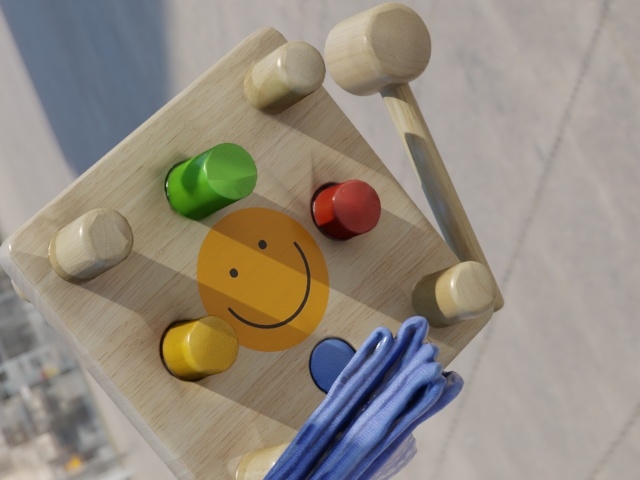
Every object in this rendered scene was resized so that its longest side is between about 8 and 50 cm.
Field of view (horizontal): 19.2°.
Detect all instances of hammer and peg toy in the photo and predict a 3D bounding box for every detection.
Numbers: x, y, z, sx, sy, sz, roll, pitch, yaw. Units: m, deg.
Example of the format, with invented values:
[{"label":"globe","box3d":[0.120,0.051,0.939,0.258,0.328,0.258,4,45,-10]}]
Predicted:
[{"label":"hammer and peg toy","box3d":[0.000,0.000,1.234,0.266,0.361,0.127,52,149,-8]}]

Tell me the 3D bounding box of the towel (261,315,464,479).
[{"label":"towel","box3d":[-0.026,0.161,0.839,0.040,0.243,0.336,36,170,8]}]
